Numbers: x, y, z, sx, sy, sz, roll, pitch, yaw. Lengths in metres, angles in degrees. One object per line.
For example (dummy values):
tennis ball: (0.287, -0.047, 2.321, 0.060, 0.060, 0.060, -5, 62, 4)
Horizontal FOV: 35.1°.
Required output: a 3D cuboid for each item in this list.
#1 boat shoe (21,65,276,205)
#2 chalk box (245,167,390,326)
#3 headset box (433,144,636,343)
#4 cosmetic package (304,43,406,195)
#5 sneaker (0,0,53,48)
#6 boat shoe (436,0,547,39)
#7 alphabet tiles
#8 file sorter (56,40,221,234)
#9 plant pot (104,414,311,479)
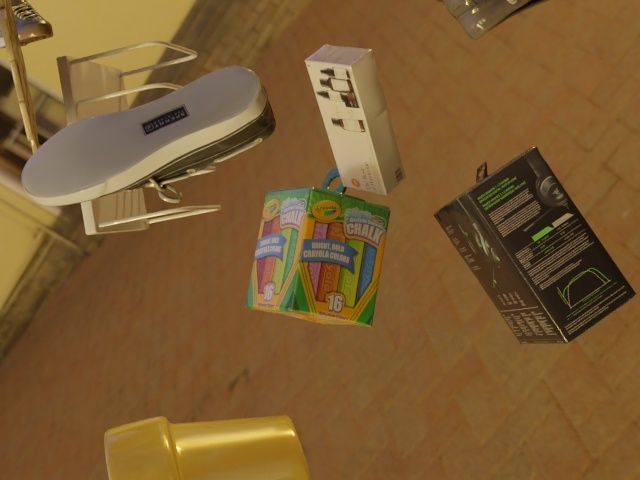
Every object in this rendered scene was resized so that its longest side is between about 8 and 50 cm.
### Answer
boat shoe: (-0.201, -0.107, 1.218, 0.306, 0.105, 0.113, -27, 55, -3)
chalk box: (0.000, 0.000, 1.853, 0.180, 0.179, 0.289, -4, 75, 59)
headset box: (0.313, 0.009, 1.558, 0.131, 0.283, 0.246, -34, -3, -7)
cosmetic package: (0.057, -0.189, 1.607, 0.098, 0.239, 0.060, 17, 47, 42)
sneaker: (-0.536, -0.394, 1.802, 0.192, 0.064, 0.086, 5, 105, 55)
boat shoe: (0.258, -0.281, 1.041, 0.335, 0.096, 0.112, -20, -9, -26)
alphabet tiles: (-0.452, -0.285, 1.494, 0.342, 0.011, 0.285, -123, 25, -59)
file sorter: (-0.280, -0.162, 1.623, 0.173, 0.278, 0.193, -9, 0, 16)
plant pot: (-0.135, 0.337, 1.318, 0.238, 0.254, 0.254, -15, 11, -10)
